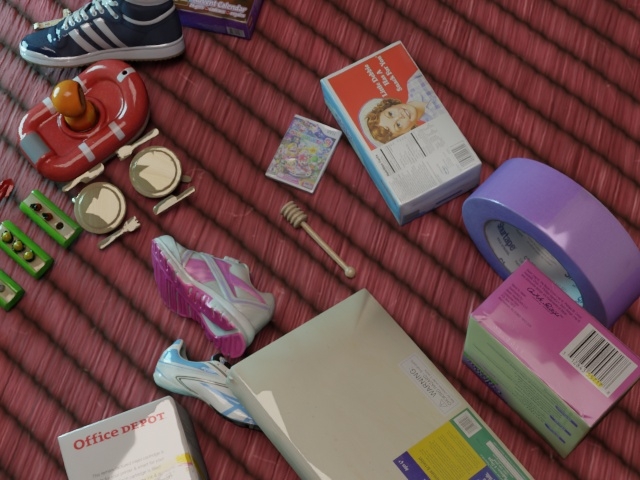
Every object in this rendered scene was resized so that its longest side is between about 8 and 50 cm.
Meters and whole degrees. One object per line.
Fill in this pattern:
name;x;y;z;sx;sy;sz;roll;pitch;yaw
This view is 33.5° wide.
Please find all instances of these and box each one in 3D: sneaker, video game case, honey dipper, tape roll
sneaker;-0.137;0.223;1.590;0.237;0.085;0.086;25;83;12
sneaker;-0.377;-0.382;1.796;0.282;0.153;0.099;-4;40;-1
video game case;-0.027;-0.144;1.766;0.087;0.011;0.122;21;71;12
honey dipper;0.000;0.000;1.699;0.030;0.030;0.160;-42;74;-12
tape roll;0.335;0.011;1.538;0.090;0.275;0.275;-43;72;-13
sneaker;-0.167;0.073;1.651;0.111;0.103;0.252;-30;58;-34

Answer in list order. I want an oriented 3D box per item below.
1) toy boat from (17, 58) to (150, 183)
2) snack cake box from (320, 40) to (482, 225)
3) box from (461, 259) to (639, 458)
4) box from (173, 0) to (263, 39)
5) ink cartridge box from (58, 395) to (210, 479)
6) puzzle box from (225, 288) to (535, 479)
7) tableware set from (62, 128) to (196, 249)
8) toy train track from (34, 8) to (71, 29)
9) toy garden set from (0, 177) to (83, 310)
toy boat;-0.394;-0.212;1.743;0.231;0.151;0.151;-39;71;-11
snack cake box;0.129;-0.176;1.726;0.152;0.089;0.264;-28;69;-5
box;0.319;0.173;1.493;0.117;0.243;0.213;-42;71;-12
box;-0.236;-0.483;1.887;0.293;0.057;0.201;13;70;9
ink cartridge box;-0.241;0.368;1.496;0.171;0.168;0.233;-19;69;-4
puzzle box;0.091;0.282;1.513;0.272;0.052;0.409;-27;66;-34
tableware set;-0.314;-0.082;1.749;0.194;0.039;0.128;-33;82;-2
toy train track;-0.470;-0.392;1.892;0.083;0.014;0.048;-14;68;-1
toy garden set;-0.542;0.006;1.713;0.204;0.049;0.244;38;80;18
